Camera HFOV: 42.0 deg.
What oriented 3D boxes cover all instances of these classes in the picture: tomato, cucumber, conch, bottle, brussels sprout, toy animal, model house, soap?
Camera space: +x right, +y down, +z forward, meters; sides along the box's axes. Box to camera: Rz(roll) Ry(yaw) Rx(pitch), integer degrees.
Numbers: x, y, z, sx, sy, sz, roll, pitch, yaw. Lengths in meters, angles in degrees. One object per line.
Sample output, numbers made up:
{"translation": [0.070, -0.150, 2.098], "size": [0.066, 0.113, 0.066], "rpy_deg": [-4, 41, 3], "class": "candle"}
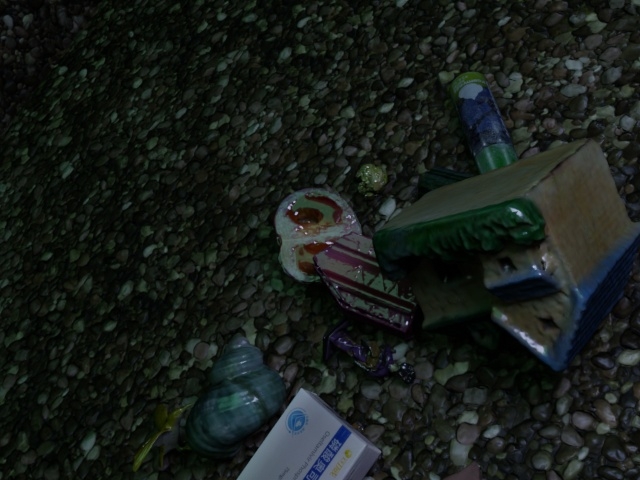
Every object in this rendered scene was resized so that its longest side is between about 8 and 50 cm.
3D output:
{"translation": [0.000, 0.000, 1.889], "size": [0.199, 0.112, 0.228], "rpy_deg": [-8, 73, 7], "class": "tomato"}
{"translation": [0.281, -0.112, 1.838], "size": [0.115, 0.062, 0.116], "rpy_deg": [19, 69, 41], "class": "cucumber"}
{"translation": [-0.177, 0.333, 1.748], "size": [0.220, 0.195, 0.277], "rpy_deg": [-5, 81, 61], "class": "conch"}
{"translation": [0.368, -0.232, 1.845], "size": [0.093, 0.093, 0.330], "rpy_deg": [-23, 51, 16], "class": "bottle"}
{"translation": [0.122, -0.134, 1.940], "size": [0.085, 0.085, 0.058], "rpy_deg": [-37, 41, 3], "class": "brussels sprout"}
{"translation": [-0.317, 0.416, 1.816], "size": [0.155, 0.095, 0.219], "rpy_deg": [-33, 18, 8], "class": "toy animal"}
{"translation": [0.341, 0.059, 1.501], "size": [0.382, 0.342, 0.335], "rpy_deg": [-15, 15, 45], "class": "model house"}
{"translation": [0.102, 0.083, 1.733], "size": [0.250, 0.099, 0.162], "rpy_deg": [23, 76, 17], "class": "soap"}

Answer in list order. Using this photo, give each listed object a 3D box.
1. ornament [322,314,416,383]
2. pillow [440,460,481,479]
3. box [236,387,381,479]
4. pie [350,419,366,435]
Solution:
{"translation": [0.110, 0.234, 1.706], "size": [0.203, 0.088, 0.081], "rpy_deg": [18, 46, 24], "class": "ornament"}
{"translation": [0.207, 0.521, 1.442], "size": [0.236, 0.084, 0.223], "rpy_deg": [-23, 51, 10], "class": "pillow"}
{"translation": [-0.059, 0.483, 1.607], "size": [0.200, 0.065, 0.343], "rpy_deg": [34, 88, 40], "class": "box"}
{"translation": [0.027, 0.423, 1.646], "size": [0.170, 0.034, 0.092], "rpy_deg": [-36, 45, 3], "class": "pie"}
